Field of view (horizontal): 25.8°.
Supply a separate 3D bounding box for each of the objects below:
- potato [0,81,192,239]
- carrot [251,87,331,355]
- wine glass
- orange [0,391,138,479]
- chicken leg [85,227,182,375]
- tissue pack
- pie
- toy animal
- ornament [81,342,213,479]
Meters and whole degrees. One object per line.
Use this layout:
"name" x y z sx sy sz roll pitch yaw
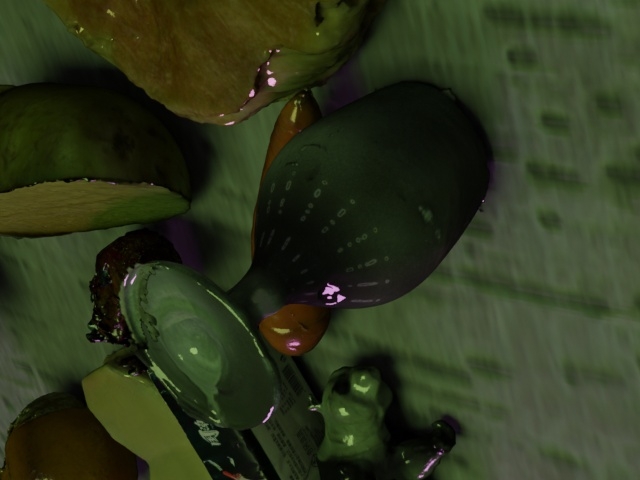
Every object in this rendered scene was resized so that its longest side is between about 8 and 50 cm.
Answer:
"potato" -0.217 -0.070 1.115 0.272 0.160 0.111 -10 78 41
"carrot" -0.022 -0.014 1.011 0.062 0.066 0.271 11 133 11
"wine glass" 0.000 0.000 0.855 0.126 0.241 0.126 26 138 26
"orange" -0.256 0.229 1.418 0.156 0.134 0.156 -25 61 56
"chicken leg" -0.153 0.047 1.173 0.105 0.063 0.234 58 155 11
"tissue pack" -0.057 0.145 1.157 0.090 0.103 0.170 -14 112 43
"pie" -0.096 -0.221 0.890 0.339 0.083 0.339 26 139 24
"toy animal" 0.051 0.199 1.109 0.121 0.094 0.225 18 135 47
"ornament" -0.125 0.182 1.297 0.180 0.059 0.201 -28 98 49
